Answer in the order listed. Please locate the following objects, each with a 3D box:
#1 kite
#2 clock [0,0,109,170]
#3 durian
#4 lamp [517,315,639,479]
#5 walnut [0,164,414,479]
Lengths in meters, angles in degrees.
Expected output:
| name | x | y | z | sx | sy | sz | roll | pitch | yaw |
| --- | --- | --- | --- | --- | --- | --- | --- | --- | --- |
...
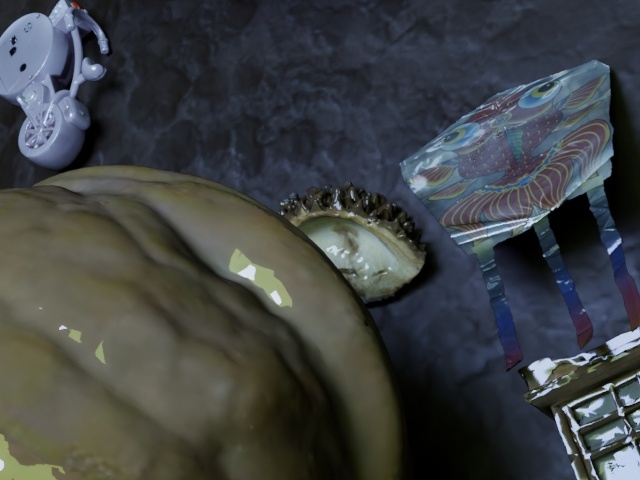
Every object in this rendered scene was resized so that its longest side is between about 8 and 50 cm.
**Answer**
| name | x | y | z | sx | sy | sz | roll | pitch | yaw |
| --- | --- | --- | --- | --- | --- | --- | --- | --- | --- |
| kite | 0.101 | -0.012 | 0.632 | 0.127 | 0.016 | 0.229 | -29 | 31 | 19 |
| clock | -0.184 | -0.109 | 0.878 | 0.087 | 0.041 | 0.129 | -36 | 51 | 17 |
| durian | 0.006 | 0.000 | 0.730 | 0.130 | 0.052 | 0.066 | -3 | 107 | 33 |
| lamp | 0.182 | 0.185 | 0.506 | 0.089 | 0.090 | 0.325 | -29 | 57 | 18 |
| walnut | -0.096 | 0.107 | 0.585 | 0.285 | 0.296 | 0.285 | 0 | 91 | 21 |
